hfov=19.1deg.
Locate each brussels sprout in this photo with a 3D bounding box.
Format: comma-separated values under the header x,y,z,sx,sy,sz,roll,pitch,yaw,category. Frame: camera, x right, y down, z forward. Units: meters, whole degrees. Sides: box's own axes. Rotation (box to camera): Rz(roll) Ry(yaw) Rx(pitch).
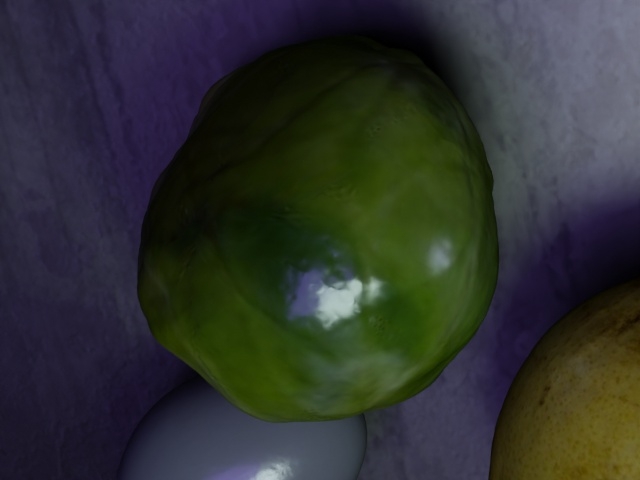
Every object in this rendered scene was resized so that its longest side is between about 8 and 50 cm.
x,y,z,sx,sy,sz,roll,pitch,yaw,category
0.000,0.000,1.529,0.268,0.344,0.344,28,120,-22,brussels sprout

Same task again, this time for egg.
x,y,z,sx,sy,sz,roll,pitch,yaw,category
-0.066,0.195,1.680,0.232,0.176,0.176,-31,99,22,egg

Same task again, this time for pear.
x,y,z,sx,sy,sz,roll,pitch,yaw,category
0.284,0.173,1.492,0.314,0.314,0.314,6,113,15,pear
